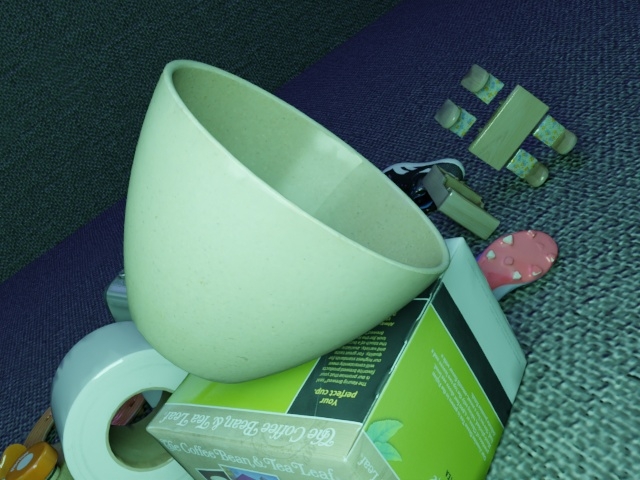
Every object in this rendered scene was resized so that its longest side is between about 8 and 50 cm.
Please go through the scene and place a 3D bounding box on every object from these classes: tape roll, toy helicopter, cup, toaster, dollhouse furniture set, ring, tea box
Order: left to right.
[{"bbox_3d":[-0.550,0.481,1.054,0.355,0.140,0.235,-47,26,-23],"label":"toy helicopter"},{"bbox_3d":[-0.473,0.360,1.310,0.337,0.032,0.336,-26,26,14],"label":"ring"},{"bbox_3d":[-0.289,0.265,1.004,0.246,0.246,0.169,-41,25,-17],"label":"tape roll"},{"bbox_3d":[-0.343,0.156,1.346,0.147,0.226,0.129,2,37,25],"label":"toaster"},{"bbox_3d":[-0.068,0.008,0.662,0.237,0.331,0.331,-54,18,19],"label":"cup"},{"bbox_3d":[0.028,0.190,0.791,0.329,0.220,0.323,-8,33,43],"label":"tea box"},{"bbox_3d":[0.305,-0.149,1.120,0.242,0.212,0.161,-54,17,18],"label":"dollhouse furniture set"}]

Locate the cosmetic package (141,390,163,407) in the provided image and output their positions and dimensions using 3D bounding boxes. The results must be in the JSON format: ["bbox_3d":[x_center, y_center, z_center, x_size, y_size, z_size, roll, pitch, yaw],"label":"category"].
[{"bbox_3d":[-0.228,0.223,1.196,0.231,0.085,0.117,-24,18,22],"label":"cosmetic package"}]

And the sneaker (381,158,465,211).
[{"bbox_3d":[0.185,-0.106,1.327,0.217,0.079,0.121,-12,30,36],"label":"sneaker"}]

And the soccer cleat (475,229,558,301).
[{"bbox_3d":[0.247,0.064,0.945,0.248,0.083,0.095,-32,-15,-20],"label":"soccer cleat"}]
